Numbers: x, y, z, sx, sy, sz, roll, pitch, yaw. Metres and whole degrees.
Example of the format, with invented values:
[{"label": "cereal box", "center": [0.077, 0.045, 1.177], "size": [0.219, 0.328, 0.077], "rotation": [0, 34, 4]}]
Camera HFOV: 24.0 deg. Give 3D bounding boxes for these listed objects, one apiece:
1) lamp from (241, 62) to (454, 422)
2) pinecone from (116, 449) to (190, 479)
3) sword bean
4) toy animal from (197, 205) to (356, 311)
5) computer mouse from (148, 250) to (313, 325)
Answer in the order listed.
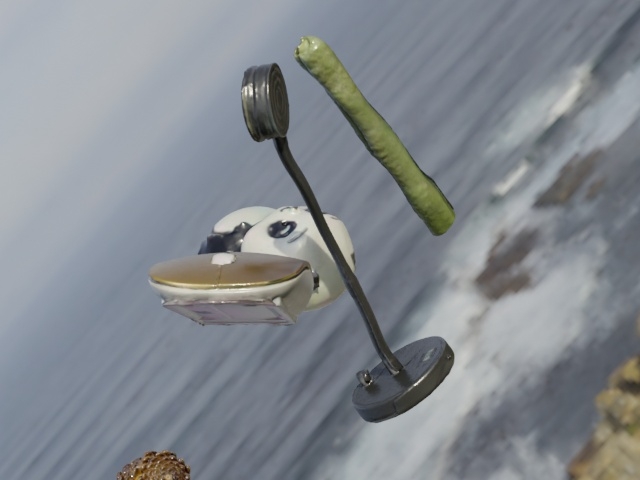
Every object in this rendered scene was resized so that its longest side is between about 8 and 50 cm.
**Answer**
[{"label": "lamp", "center": [0.036, -0.003, 1.378], "size": [0.108, 0.371, 0.130], "rotation": [-8, 23, 19]}, {"label": "pinecone", "center": [-0.238, 0.339, 2.107], "size": [0.109, 0.102, 0.102], "rotation": [6, 44, 34]}, {"label": "sword bean", "center": [0.058, -0.100, 1.482], "size": [0.038, 0.269, 0.043], "rotation": [-45, 33, -7]}, {"label": "toy animal", "center": [-0.037, 0.017, 1.811], "size": [0.166, 0.138, 0.179], "rotation": [-27, 11, -41]}, {"label": "computer mouse", "center": [-0.071, 0.039, 1.259], "size": [0.245, 0.126, 0.056], "rotation": [52, -143, -82]}]
